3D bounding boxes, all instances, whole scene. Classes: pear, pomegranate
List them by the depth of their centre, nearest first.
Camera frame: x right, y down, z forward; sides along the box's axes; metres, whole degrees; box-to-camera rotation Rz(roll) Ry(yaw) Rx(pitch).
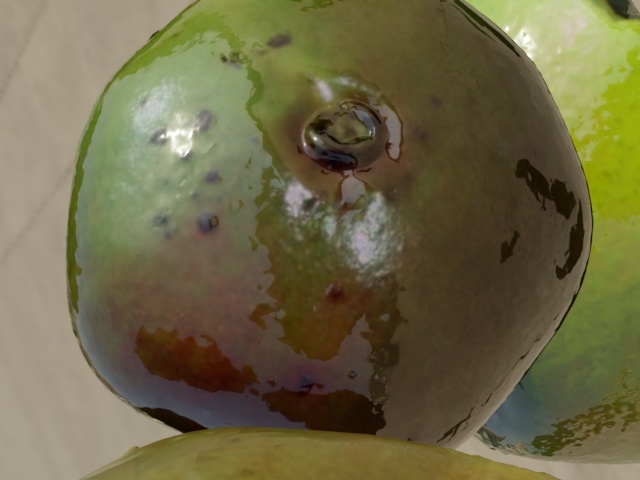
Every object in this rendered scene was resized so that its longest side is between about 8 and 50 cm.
[{"bbox_3d":[0.000,0.000,0.641,0.209,0.180,0.180,95,150,-77],"label":"pomegranate"},{"bbox_3d":[0.118,0.002,1.121,0.399,0.165,0.399,51,167,17],"label":"pear"}]

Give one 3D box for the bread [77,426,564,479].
[{"bbox_3d":[-0.011,0.082,0.357,0.110,0.156,0.103,48,-156,-13],"label":"bread"}]
